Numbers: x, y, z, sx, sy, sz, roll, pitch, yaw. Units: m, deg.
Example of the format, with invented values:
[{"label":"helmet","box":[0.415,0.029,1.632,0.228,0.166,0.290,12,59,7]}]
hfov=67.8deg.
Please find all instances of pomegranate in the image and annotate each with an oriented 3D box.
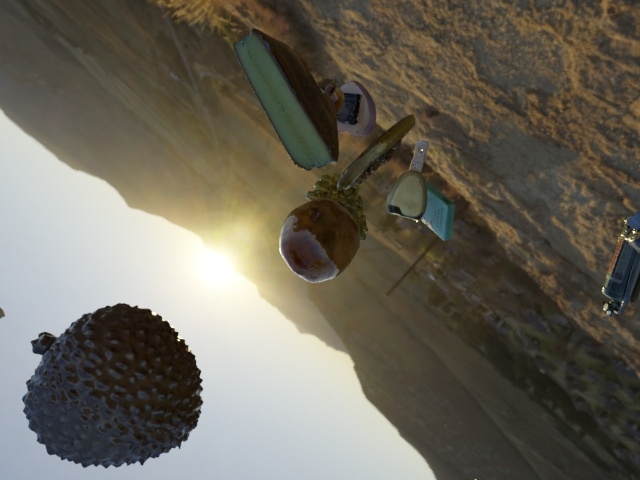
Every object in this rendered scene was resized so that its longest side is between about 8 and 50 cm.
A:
[{"label":"pomegranate","box":[0.000,0.000,1.378,0.248,0.248,0.248,41,173,6]}]

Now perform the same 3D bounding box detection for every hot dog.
[{"label":"hot dog","box":[-0.012,-0.375,1.462,0.072,0.269,0.109,-7,-130,-43]}]

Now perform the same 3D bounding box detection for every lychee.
[{"label":"lychee","box":[-0.477,0.335,1.138,0.432,0.380,0.380,32,175,-15]}]

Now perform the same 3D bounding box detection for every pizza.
[{"label":"pizza","box":[0.166,-0.243,1.372,0.058,0.292,0.197,48,-172,5]}]

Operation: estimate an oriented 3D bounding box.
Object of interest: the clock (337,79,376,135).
[{"label":"clock","box":[0.094,-0.435,1.564,0.198,0.064,0.172,24,118,42]}]

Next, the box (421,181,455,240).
[{"label":"box","box":[0.438,-0.125,1.867,0.229,0.041,0.162,-126,25,-49]}]

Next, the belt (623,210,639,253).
[{"label":"belt","box":[0.778,-0.050,1.031,0.128,0.218,0.122,48,-146,6]}]

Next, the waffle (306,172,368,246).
[{"label":"waffle","box":[0.078,-0.104,1.807,0.073,0.297,0.317,-10,104,38]}]

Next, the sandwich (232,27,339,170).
[{"label":"sandwich","box":[-0.046,-0.235,0.796,0.090,0.088,0.244,-21,106,36]}]

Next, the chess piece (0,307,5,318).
[{"label":"chess piece","box":[-0.896,0.215,1.270,0.035,0.092,0.035,17,125,25]}]

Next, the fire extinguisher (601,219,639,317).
[{"label":"fire extinguisher","box":[0.842,0.092,1.314,0.093,0.294,0.118,13,-167,6]}]

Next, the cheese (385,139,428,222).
[{"label":"cheese","box":[0.290,-0.191,1.491,0.127,0.252,0.054,16,180,-2]}]

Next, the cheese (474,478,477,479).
[{"label":"cheese","box":[0.500,0.813,1.524,0.084,0.041,0.060,52,-146,-22]}]
